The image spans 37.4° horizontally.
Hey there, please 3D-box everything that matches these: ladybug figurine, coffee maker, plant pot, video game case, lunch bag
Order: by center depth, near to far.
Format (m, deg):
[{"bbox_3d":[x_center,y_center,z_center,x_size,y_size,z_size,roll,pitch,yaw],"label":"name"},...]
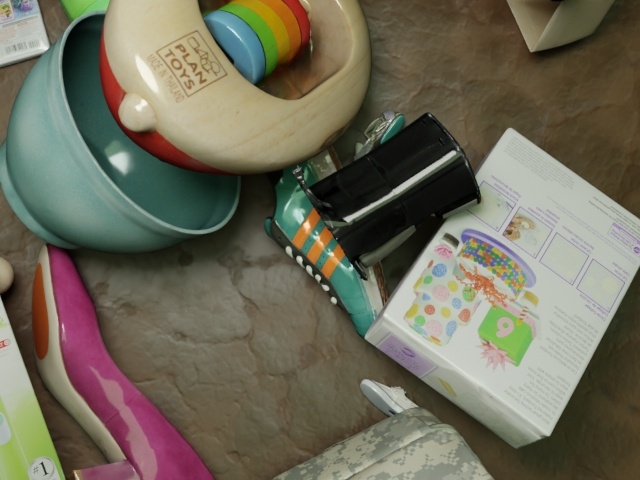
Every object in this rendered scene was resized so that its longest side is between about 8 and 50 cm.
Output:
[{"bbox_3d":[0.084,-0.059,1.094,0.178,0.171,0.120,-34,69,1],"label":"coffee maker"},{"bbox_3d":[0.079,0.364,1.099,0.305,0.256,0.212,-24,101,-12],"label":"lunch bag"},{"bbox_3d":[-0.104,-0.218,1.110,0.162,0.449,0.305,-29,98,39],"label":"ladybug figurine"},{"bbox_3d":[-0.266,-0.104,1.162,0.196,0.293,0.293,-27,86,29],"label":"plant pot"},{"bbox_3d":[0.327,-0.326,1.263,0.096,0.109,0.109,-3,57,-18],"label":"plant pot"},{"bbox_3d":[-0.460,-0.302,1.286,0.157,0.019,0.143,-17,85,-3],"label":"video game case"}]

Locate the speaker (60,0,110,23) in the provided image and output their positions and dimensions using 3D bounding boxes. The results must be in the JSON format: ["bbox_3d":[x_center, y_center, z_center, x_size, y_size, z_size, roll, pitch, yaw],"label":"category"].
[{"bbox_3d":[-0.313,-0.388,1.245,0.131,0.131,0.296,-28,87,-4],"label":"speaker"}]

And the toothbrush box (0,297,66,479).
[{"bbox_3d":[-0.450,0.192,1.115,0.206,0.122,0.283,-21,109,-23],"label":"toothbrush box"}]

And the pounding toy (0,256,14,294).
[{"bbox_3d":[-0.531,0.067,1.215,0.237,0.110,0.183,-42,92,-16],"label":"pounding toy"}]

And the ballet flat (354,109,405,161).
[{"bbox_3d":[0.070,-0.130,1.283,0.041,0.041,0.114,34,84,1],"label":"ballet flat"}]

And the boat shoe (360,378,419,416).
[{"bbox_3d":[0.099,0.211,1.255,0.100,0.035,0.035,36,57,5],"label":"boat shoe"}]

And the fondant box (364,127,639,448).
[{"bbox_3d":[0.243,0.054,1.188,0.238,0.096,0.330,36,63,2],"label":"fondant box"}]

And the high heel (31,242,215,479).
[{"bbox_3d":[-0.261,0.177,1.229,0.181,0.127,0.377,-8,80,-31],"label":"high heel"}]

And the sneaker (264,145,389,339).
[{"bbox_3d":[0.000,0.000,1.240,0.121,0.108,0.302,-22,87,10],"label":"sneaker"}]
